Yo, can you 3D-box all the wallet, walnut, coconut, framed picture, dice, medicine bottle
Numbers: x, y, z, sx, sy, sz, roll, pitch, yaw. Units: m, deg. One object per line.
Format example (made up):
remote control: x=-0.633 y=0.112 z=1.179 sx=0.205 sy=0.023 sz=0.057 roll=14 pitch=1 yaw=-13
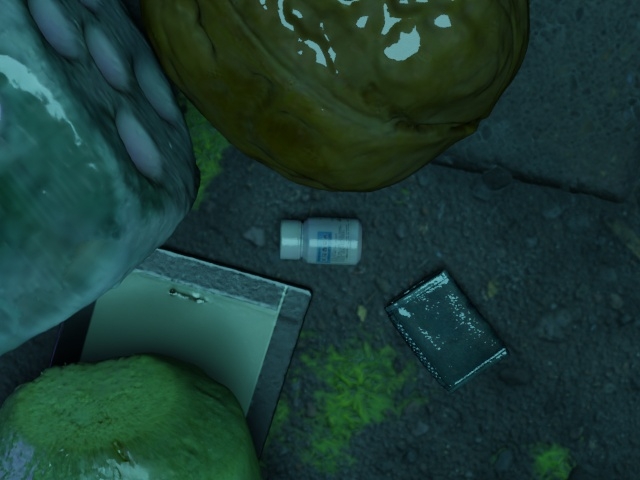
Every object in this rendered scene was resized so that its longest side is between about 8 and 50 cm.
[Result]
wallet: x=0.140 y=0.101 z=2.022 sx=0.088 sy=0.026 sz=0.129 roll=-35 pitch=104 yaw=12
walnut: x=0.011 y=-0.240 z=1.784 sx=0.354 sy=0.308 sz=0.398 roll=-40 pitch=106 yaw=24
coconut: x=-0.204 y=0.282 z=1.920 sx=0.328 sy=0.281 sz=0.328 roll=-19 pitch=128 yaw=-25
framed picture: x=-0.180 y=0.177 z=2.039 sx=0.265 sy=0.016 sz=0.347 roll=15 pitch=105 yaw=-5
dice: x=-0.335 y=-0.093 z=1.778 sx=0.328 sy=0.330 sz=0.348 roll=-29 pitch=113 yaw=15
medicine bottle: x=0.000 y=0.000 z=1.977 sx=0.089 sy=0.052 sz=0.052 roll=2 pitch=105 yaw=-2
